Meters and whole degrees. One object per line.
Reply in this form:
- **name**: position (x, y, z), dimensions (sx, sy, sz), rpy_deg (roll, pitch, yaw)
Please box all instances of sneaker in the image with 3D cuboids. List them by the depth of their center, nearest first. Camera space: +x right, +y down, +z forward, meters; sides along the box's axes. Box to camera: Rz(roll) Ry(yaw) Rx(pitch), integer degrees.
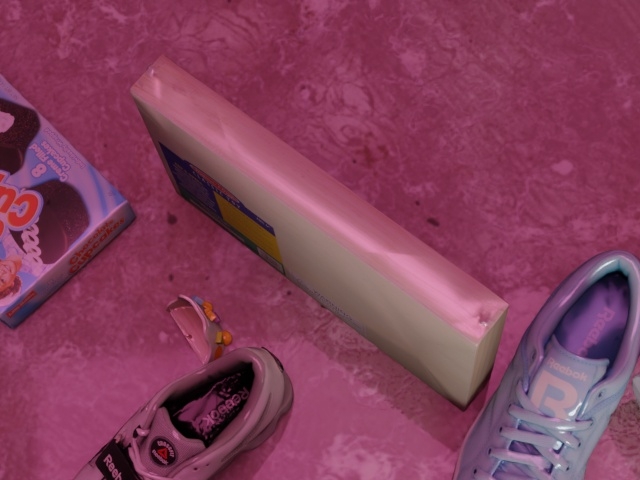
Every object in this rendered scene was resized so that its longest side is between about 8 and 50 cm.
- **sneaker**: position (0.218, 0.162, 1.301), dimensions (0.135, 0.150, 0.366), rpy_deg (20, 71, 19)
- **sneaker**: position (-0.169, 0.221, 1.318), dimensions (0.122, 0.146, 0.330), rpy_deg (40, 79, 14)

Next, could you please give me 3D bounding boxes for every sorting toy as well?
- **sorting toy**: position (-0.127, 0.086, 1.396), dimensions (0.045, 0.075, 0.083), rpy_deg (-33, 72, -7)

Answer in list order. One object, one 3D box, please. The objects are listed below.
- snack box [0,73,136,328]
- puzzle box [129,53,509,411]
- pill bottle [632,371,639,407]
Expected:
- **snack box**: position (-0.381, -0.077, 1.478), dimensions (0.187, 0.060, 0.322), rpy_deg (-44, 74, -10)
- **puzzle box**: position (0.000, 0.000, 1.314), dimensions (0.409, 0.272, 0.052), rpy_deg (37, 77, 14)
- **pill bottle**: position (0.472, 0.099, 1.294), dimensions (0.323, 0.181, 0.181), rpy_deg (-32, 72, -7)
